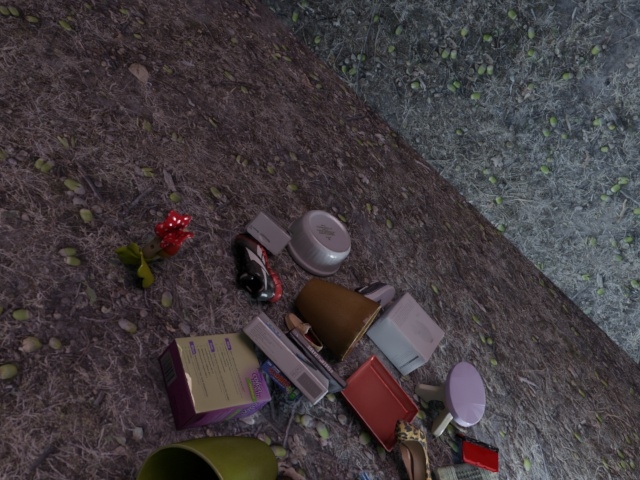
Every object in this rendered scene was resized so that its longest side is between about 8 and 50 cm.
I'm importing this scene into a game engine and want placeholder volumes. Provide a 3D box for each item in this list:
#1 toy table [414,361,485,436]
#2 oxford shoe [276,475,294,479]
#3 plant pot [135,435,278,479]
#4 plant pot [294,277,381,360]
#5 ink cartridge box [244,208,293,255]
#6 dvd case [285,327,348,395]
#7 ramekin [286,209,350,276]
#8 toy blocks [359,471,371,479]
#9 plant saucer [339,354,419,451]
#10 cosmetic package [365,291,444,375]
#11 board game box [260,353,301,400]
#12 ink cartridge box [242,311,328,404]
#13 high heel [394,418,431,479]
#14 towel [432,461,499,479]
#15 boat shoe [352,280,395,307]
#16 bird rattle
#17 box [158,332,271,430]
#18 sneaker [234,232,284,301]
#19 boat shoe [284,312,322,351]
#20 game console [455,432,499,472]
[{"bbox_3d":[0.495,0.597,2.064,0.252,0.161,0.274,48,36,3],"label":"toy table"},{"bbox_3d":[-0.069,0.728,1.442,0.096,0.083,0.227,19,44,-38],"label":"oxford shoe"},{"bbox_3d":[-0.231,0.576,1.307,0.275,0.275,0.293,57,22,16],"label":"plant pot"},{"bbox_3d":[0.043,0.251,1.937,0.254,0.237,0.237,34,34,13],"label":"plant pot"},{"bbox_3d":[-0.182,-0.033,2.004,0.153,0.087,0.208,42,4,-6],"label":"ink cartridge box"},{"bbox_3d":[-0.031,0.386,1.746,0.239,0.179,0.029,46,63,2],"label":"dvd case"},{"bbox_3d":[0.000,0.000,2.195,0.272,0.127,0.273,26,40,-24],"label":"ramekin"},{"bbox_3d":[0.143,0.772,1.629,0.123,0.054,0.148,-14,65,-51],"label":"toy blocks"},{"bbox_3d":[0.195,0.557,1.903,0.259,0.048,0.258,50,36,9],"label":"plant saucer"},{"bbox_3d":[0.331,0.360,2.155,0.225,0.138,0.224,49,36,4],"label":"cosmetic package"},{"bbox_3d":[-0.117,0.397,1.662,0.136,0.035,0.201,46,-3,-2],"label":"board game box"},{"bbox_3d":[-0.099,0.344,1.685,0.296,0.066,0.261,46,-1,2],"label":"ink cartridge box"},{"bbox_3d":[0.296,0.705,1.752,0.186,0.093,0.261,-78,146,-55],"label":"high heel"},{"bbox_3d":[0.537,0.920,1.889,0.312,0.056,0.324,8,51,-36],"label":"towel"},{"bbox_3d":[0.163,0.231,2.160,0.102,0.108,0.301,28,38,36],"label":"boat shoe"},{"bbox_3d":[-0.472,0.003,1.644,0.143,0.253,0.207,46,12,0],"label":"bird rattle"},{"bbox_3d":[-0.293,0.382,1.533,0.243,0.117,0.214,2,53,-43],"label":"box"},{"bbox_3d":[-0.236,0.092,1.893,0.135,0.097,0.276,-6,61,-50],"label":"sneaker"},{"bbox_3d":[-0.052,0.311,1.891,0.170,0.059,0.063,50,36,7],"label":"boat shoe"},{"bbox_3d":[0.568,0.774,2.018,0.144,0.124,0.085,21,77,-5],"label":"game console"}]
